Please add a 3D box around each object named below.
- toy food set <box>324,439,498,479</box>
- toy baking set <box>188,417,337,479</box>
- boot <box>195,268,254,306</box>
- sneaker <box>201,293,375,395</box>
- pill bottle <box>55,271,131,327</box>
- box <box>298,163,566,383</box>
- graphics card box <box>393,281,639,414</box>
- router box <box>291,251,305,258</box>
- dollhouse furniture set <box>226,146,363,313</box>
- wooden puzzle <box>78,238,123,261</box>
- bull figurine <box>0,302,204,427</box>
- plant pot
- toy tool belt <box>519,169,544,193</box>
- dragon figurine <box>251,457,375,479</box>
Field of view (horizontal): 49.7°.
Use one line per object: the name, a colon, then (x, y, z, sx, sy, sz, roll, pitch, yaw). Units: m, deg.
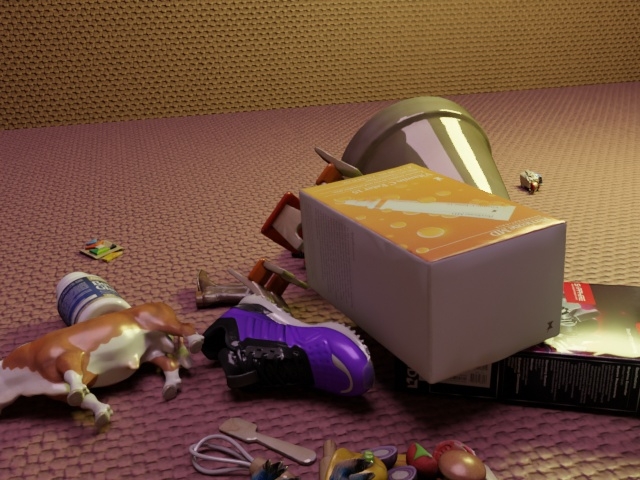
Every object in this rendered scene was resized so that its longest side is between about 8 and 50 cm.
toy food set: (0.116, 0.252, 0.751, 0.217, 0.071, 0.128, 5, 20, -9)
toy baking set: (-0.067, 0.275, 0.797, 0.196, 0.030, 0.256, 0, 22, 3)
boot: (-0.168, 0.084, 1.263, 0.114, 0.037, 0.106, -6, 36, -4)
sneaker: (-0.062, 0.172, 0.978, 0.293, 0.102, 0.146, 13, 30, 43)
pill bottle: (-0.376, 0.111, 1.133, 0.094, 0.094, 0.169, -16, 27, -32)
box: (0.141, 0.024, 0.983, 0.215, 0.168, 0.345, -15, 25, -24)
graphics card box: (0.303, 0.142, 1.021, 0.370, 0.094, 0.233, 2, 23, 13)
router box: (0.000, 0.000, 1.460, 0.092, 0.038, 0.122, 5, 23, 17)
dollhouse furniture set: (-0.028, -0.012, 1.225, 0.135, 0.262, 0.259, 35, -1, 26)
wooden puzzle: (-0.469, 0.017, 1.479, 0.116, 0.014, 0.078, 13, 26, 33)
bull figurine: (-0.319, 0.173, 0.975, 0.310, 0.101, 0.188, -24, 37, -36)
plant pot: (0.230, -0.072, 1.335, 0.323, 0.323, 0.280, -9, 40, -18)
toy tool belt: (0.557, -0.156, 1.796, 0.051, 0.052, 0.083, -13, 24, -7)
dragon figurine: (-0.016, 0.287, 0.646, 0.289, 0.085, 0.144, -3, 56, 4)
